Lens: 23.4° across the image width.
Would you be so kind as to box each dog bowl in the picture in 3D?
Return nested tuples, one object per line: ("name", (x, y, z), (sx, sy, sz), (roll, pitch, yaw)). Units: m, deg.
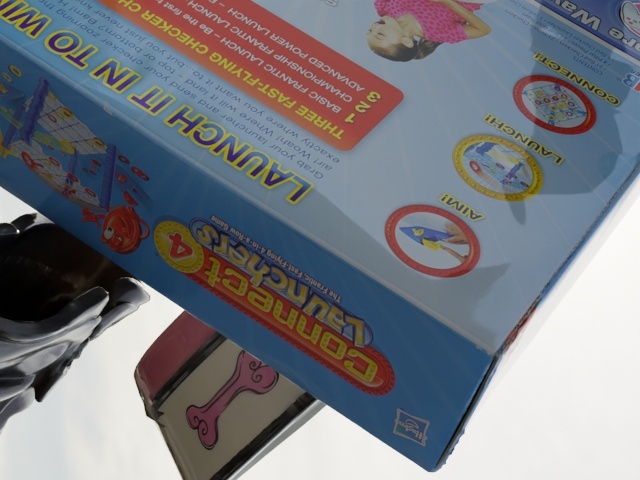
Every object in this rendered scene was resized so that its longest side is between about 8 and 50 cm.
("dog bowl", (-0.015, 0.083, 1.560), (0.150, 0.408, 0.408), (49, -24, 7))

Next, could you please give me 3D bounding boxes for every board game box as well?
("board game box", (0.011, -0.082, 0.770), (0.308, 0.302, 0.086), (33, -45, 13))

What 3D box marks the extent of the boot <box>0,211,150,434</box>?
("boot", (-0.203, 0.092, 0.626), (0.222, 0.118, 0.338), (-47, -176, 19))
